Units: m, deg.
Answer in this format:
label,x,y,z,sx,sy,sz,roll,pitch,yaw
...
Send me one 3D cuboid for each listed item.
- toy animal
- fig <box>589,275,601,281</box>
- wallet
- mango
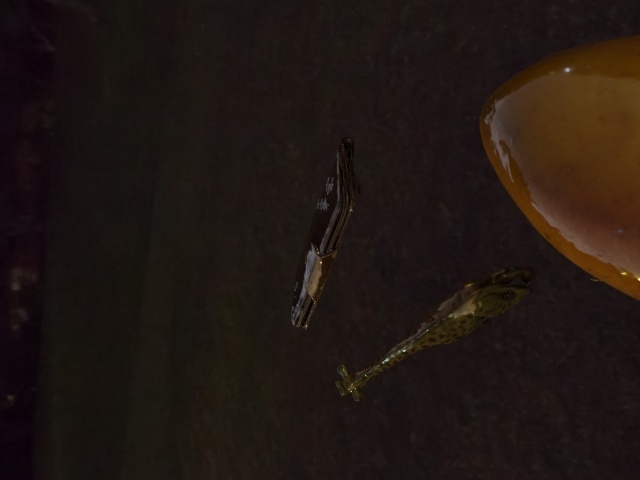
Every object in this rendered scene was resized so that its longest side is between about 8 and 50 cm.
label,x,y,z,sx,sy,sz,roll,pitch,yaw
toy animal,0.143,0.105,0.802,0.054,0.276,0.149,57,160,17
fig,0.650,0.048,1.391,0.177,0.117,0.117,-37,49,23
wallet,0.000,0.000,0.629,0.095,0.026,0.176,-87,14,-45
mango,0.276,-0.047,0.467,0.350,0.199,0.201,21,117,22
